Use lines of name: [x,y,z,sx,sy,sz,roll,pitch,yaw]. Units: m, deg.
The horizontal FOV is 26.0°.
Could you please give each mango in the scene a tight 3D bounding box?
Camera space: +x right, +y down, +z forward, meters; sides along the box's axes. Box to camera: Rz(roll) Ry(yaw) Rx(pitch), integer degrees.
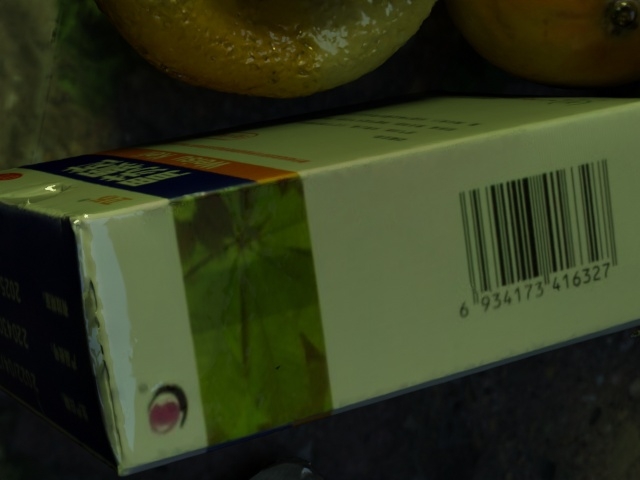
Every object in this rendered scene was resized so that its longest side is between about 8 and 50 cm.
mango: [0.151,-0.160,0.726,0.221,0.151,0.120,-47,142,-43]

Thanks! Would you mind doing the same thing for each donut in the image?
donut: [-0.024,-0.140,0.652,0.190,0.075,0.174,23,119,-34]

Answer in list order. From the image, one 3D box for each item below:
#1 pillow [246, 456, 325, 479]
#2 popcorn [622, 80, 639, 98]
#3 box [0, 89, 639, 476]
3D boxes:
pillow: [-0.067,0.217,0.724,0.232,0.038,0.131,-39,117,-23]
popcorn: [0.314,-0.047,0.807,0.286,0.215,0.252,19,87,-11]
box: [0.000,0.000,0.651,0.299,0.200,0.106,-12,102,-27]
